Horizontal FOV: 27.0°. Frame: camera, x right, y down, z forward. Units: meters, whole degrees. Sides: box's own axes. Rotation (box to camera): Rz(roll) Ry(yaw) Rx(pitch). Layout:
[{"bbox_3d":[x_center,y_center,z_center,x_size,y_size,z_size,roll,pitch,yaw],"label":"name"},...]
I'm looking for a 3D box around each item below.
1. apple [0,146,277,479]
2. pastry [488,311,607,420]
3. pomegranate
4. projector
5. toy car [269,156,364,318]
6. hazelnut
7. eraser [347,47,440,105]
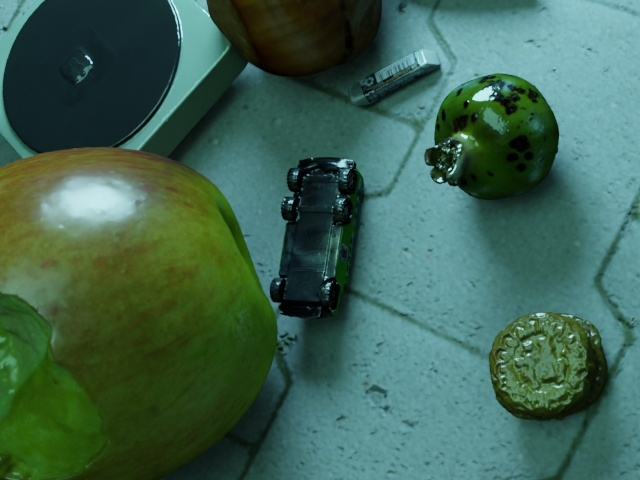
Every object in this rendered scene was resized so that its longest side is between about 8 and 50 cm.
[{"bbox_3d":[-0.205,0.072,1.249,0.340,0.339,0.339,-8,70,23],"label":"apple"},{"bbox_3d":[0.203,0.112,1.198,0.109,0.057,0.097,-44,63,8],"label":"pastry"},{"bbox_3d":[0.151,-0.090,1.240,0.122,0.161,0.122,24,128,35],"label":"pomegranate"},{"bbox_3d":[-0.239,-0.184,1.488,0.259,0.079,0.257,-48,61,4],"label":"projector"},{"bbox_3d":[0.000,0.000,1.326,0.071,0.062,0.165,2,74,26],"label":"toy car"},{"bbox_3d":[-0.026,-0.258,1.367,0.182,0.182,0.182,-8,70,23],"label":"hazelnut"},{"bbox_3d":[0.075,-0.167,1.370,0.099,0.019,0.027,-28,50,15],"label":"eraser"}]
